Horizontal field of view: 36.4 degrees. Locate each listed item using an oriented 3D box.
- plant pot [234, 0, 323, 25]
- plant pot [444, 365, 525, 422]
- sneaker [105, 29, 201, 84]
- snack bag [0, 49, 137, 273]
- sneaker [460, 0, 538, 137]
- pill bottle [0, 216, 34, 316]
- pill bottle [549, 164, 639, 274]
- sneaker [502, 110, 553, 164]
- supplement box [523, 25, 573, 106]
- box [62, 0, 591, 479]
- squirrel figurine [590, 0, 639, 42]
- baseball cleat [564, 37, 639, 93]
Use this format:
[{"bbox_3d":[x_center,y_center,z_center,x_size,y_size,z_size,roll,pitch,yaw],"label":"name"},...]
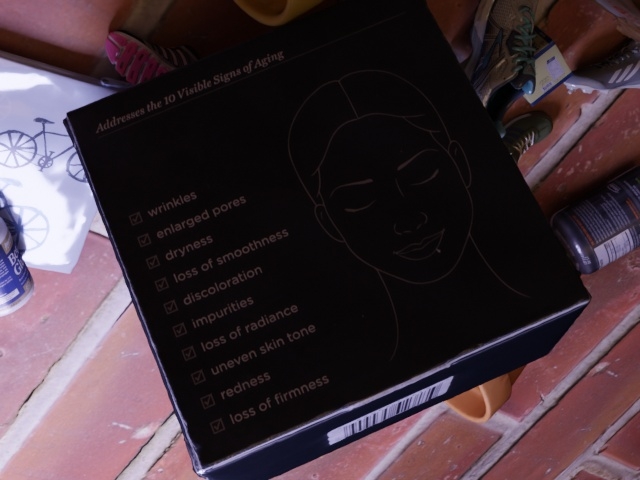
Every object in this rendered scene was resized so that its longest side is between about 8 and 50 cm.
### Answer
[{"bbox_3d":[-0.015,-0.425,1.181,0.239,0.254,0.254,-33,133,-18],"label":"plant pot"},{"bbox_3d":[0.264,0.144,1.712,0.203,0.291,0.291,-37,133,-16],"label":"plant pot"},{"bbox_3d":[-0.213,-0.243,1.343,0.170,0.075,0.063,27,131,-12],"label":"sneaker"},{"bbox_3d":[-0.449,-0.115,1.352,0.323,0.037,0.343,13,120,-31],"label":"snack bag"},{"bbox_3d":[0.286,-0.275,1.458,0.110,0.122,0.283,9,109,-45],"label":"sneaker"},{"bbox_3d":[-0.472,0.018,1.357,0.094,0.094,0.169,-20,131,-8],"label":"pill bottle"},{"bbox_3d":[0.507,-0.024,1.763,0.245,0.130,0.130,-30,131,1],"label":"pill bottle"},{"bbox_3d":[0.313,-0.147,1.616,0.192,0.086,0.064,-21,130,-7],"label":"sneaker"},{"bbox_3d":[0.341,-0.277,1.550,0.083,0.056,0.083,-38,130,8],"label":"supplement box"},{"bbox_3d":[0.000,0.000,1.240,0.479,0.472,0.297,-23,162,-5],"label":"box"},{"bbox_3d":[0.553,-0.474,1.401,0.397,0.281,0.370,25,103,-50],"label":"squirrel figurine"},{"bbox_3d":[0.491,-0.295,1.605,0.205,0.072,0.109,-6,113,-25],"label":"baseball cleat"}]
